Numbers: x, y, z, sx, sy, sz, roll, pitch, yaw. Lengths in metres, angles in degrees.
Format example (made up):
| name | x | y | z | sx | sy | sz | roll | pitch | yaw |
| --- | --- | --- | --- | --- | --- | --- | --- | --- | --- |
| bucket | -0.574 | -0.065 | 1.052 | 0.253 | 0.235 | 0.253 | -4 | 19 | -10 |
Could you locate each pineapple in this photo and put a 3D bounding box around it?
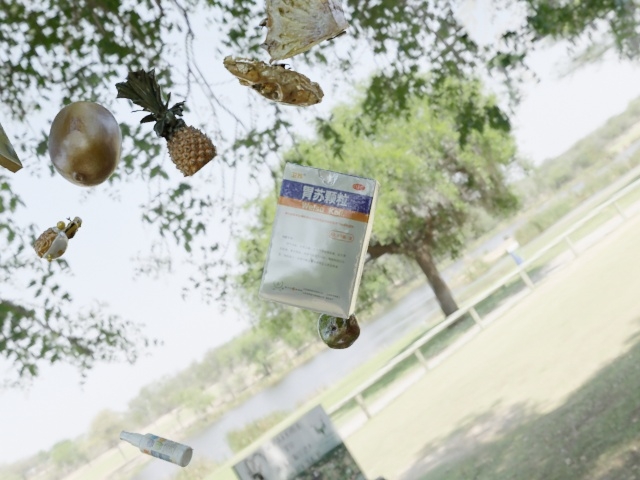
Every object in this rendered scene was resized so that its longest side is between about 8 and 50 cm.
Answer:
| name | x | y | z | sx | sy | sz | roll | pitch | yaw |
| --- | --- | --- | --- | --- | --- | --- | --- | --- | --- |
| pineapple | -0.032 | -0.472 | 1.523 | 0.114 | 0.186 | 0.236 | -45 | -18 | -54 |
| pineapple | -0.370 | -0.280 | 1.736 | 0.130 | 0.277 | 0.119 | -32 | 15 | 15 |

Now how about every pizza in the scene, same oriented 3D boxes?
| name | x | y | z | sx | sy | sz | roll | pitch | yaw |
| --- | --- | --- | --- | --- | --- | --- | --- | --- | --- |
| pizza | -0.119 | -0.398 | 1.835 | 0.189 | 0.071 | 0.297 | 12 | -4 | 35 |

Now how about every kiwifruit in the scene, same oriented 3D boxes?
| name | x | y | z | sx | sy | sz | roll | pitch | yaw |
| --- | --- | --- | --- | --- | --- | --- | --- | --- | --- |
| kiwifruit | -0.621 | -0.250 | 1.927 | 0.195 | 0.234 | 0.196 | -4 | -40 | -3 |

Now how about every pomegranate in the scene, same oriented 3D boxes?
| name | x | y | z | sx | sy | sz | roll | pitch | yaw |
| --- | --- | --- | --- | --- | --- | --- | --- | --- | --- |
| pomegranate | 0.054 | 0.226 | 1.891 | 0.114 | 0.115 | 0.142 | -34 | -13 | 16 |

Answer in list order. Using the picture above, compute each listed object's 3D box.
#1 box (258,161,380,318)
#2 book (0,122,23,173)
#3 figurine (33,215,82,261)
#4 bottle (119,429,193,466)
| name | x | y | z | sx | sy | sz | roll | pitch | yaw |
| --- | --- | --- | --- | --- | --- | --- | --- | --- | --- |
| box | 0.000 | 0.000 | 1.567 | 0.200 | 0.300 | 0.106 | 12 | 2 | 10 |
| book | -0.696 | -0.235 | 1.452 | 0.026 | 0.161 | 0.231 | -34 | -20 | 1 |
| figurine | -0.595 | -0.004 | 1.658 | 0.101 | 0.068 | 0.143 | -48 | 7 | 10 |
| bottle | -0.448 | 0.553 | 1.968 | 0.217 | 0.060 | 0.060 | 12 | 14 | 23 |
